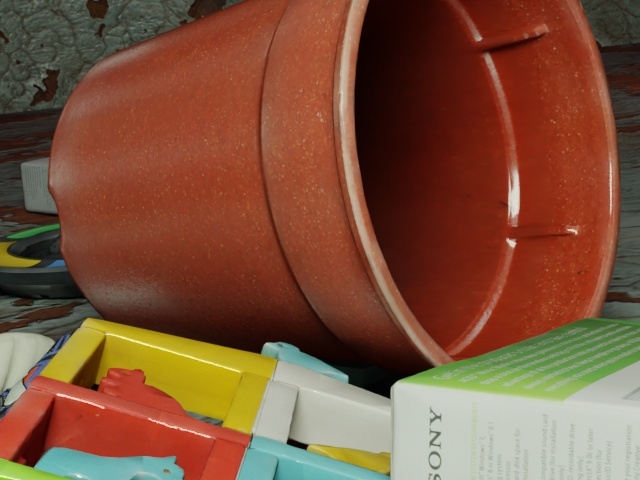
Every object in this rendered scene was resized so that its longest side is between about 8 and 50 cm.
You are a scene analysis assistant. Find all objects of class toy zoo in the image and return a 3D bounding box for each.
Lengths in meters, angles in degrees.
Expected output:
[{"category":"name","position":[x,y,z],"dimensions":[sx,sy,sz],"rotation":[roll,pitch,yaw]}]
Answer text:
[{"category":"toy zoo","position":[-0.032,0.097,0.577],"dimensions":[0.192,0.030,0.293],"rotation":[16,13,0]}]

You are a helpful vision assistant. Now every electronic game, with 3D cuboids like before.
[{"category":"electronic game","position":[-0.197,0.006,1.245],"dimensions":[0.229,0.048,0.229],"rotation":[-6,11,1]}]

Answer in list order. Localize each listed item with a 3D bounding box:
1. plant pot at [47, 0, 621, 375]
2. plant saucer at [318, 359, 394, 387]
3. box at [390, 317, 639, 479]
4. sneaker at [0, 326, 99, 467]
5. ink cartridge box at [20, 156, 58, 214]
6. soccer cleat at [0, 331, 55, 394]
[{"category":"plant pot","position":[-0.004,-0.040,0.831],"dimensions":[0.265,0.272,0.272],"rotation":[-7,9,39]},{"category":"plant saucer","position":[0.059,0.062,0.930],"dimensions":[0.067,0.018,0.192],"rotation":[3,16,38]},{"category":"box","position":[0.220,0.081,0.564],"dimensions":[0.322,0.058,0.232],"rotation":[5,6,30]},{"category":"sneaker","position":[-0.149,0.100,0.707],"dimensions":[0.087,0.083,0.221],"rotation":[-10,10,2]},{"category":"ink cartridge box","position":[-0.119,-0.083,1.586],"dimensions":[0.324,0.071,0.330],"rotation":[-15,14,-40]},{"category":"soccer cleat","position":[-0.203,0.105,0.759],"dimensions":[0.076,0.068,0.196],"rotation":[18,25,31]}]
